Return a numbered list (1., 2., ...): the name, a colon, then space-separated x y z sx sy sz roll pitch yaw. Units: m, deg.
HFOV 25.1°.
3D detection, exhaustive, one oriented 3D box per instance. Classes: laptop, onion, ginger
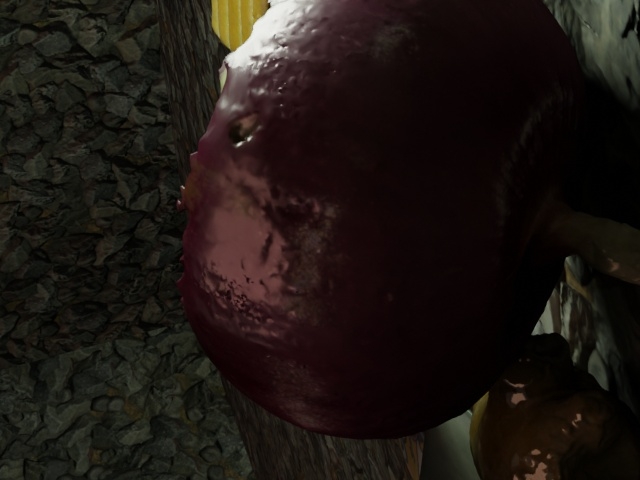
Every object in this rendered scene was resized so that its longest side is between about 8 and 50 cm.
1. laptop: 0.168 0.273 1.482 0.187 0.015 0.269 44 153 30
2. onion: 0.071 -0.014 1.022 0.345 0.358 0.358 42 161 9
3. ginger: 0.178 0.160 1.163 0.270 0.123 0.218 -123 20 -59

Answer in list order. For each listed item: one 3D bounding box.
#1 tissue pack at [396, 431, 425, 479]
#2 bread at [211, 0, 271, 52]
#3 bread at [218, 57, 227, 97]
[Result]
1. tissue pack: 0.124 0.220 1.646 0.115 0.065 0.155 90 161 -49
2. bread: -0.049 -0.328 1.667 0.239 0.111 0.246 -130 37 -59
3. bread: -0.024 -0.067 1.788 0.187 0.155 0.338 -135 34 -54
